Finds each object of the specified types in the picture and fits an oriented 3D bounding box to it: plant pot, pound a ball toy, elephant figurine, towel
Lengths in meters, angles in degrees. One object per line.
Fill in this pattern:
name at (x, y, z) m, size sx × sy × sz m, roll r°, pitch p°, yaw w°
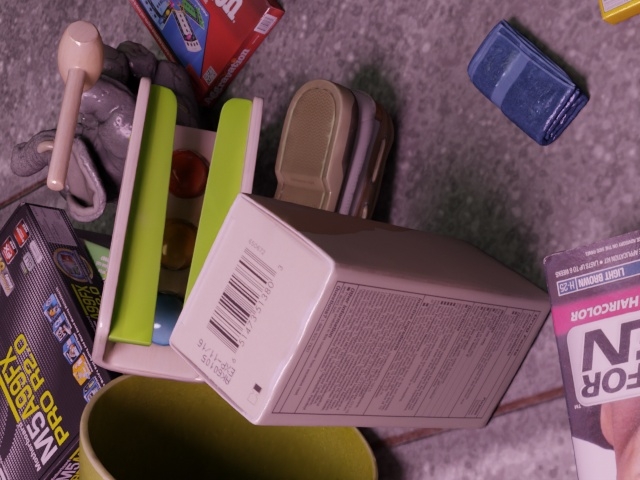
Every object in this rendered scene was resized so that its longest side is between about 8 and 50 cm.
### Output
plant pot at (-0.114, 0.313, 1.224) m, size 0.274 × 0.274 × 0.294 m, roll 34°, pitch 120°, yaw 39°
pound a ball toy at (-0.174, -0.035, 1.252) m, size 0.136 × 0.208 × 0.319 m, roll 116°, pitch 161°, yaw -64°
elephant figurine at (-0.238, -0.092, 1.447) m, size 0.239 × 0.169 × 0.186 m, roll -54°, pitch 29°, yaw 33°
towel at (0.185, -0.144, 1.177) m, size 0.067 × 0.029 × 0.119 m, roll -55°, pitch 53°, yaw 20°

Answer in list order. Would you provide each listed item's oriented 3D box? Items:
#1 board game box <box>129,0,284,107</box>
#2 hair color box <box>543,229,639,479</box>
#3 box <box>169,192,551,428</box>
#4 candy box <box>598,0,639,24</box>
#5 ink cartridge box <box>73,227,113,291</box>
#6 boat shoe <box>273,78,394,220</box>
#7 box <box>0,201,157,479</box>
board game box at (-0.156, -0.300, 1.496) m, size 0.145 × 0.027 × 0.281 m, roll -49°, pitch 55°, yaw 22°
hair color box at (0.293, 0.162, 0.983) m, size 0.173 × 0.105 × 0.347 m, roll -19°, pitch 71°, yaw 37°
box at (0.044, 0.067, 1.074) m, size 0.121 × 0.311 × 0.148 m, roll 36°, pitch 105°, yaw 38°
candy box at (0.322, -0.269, 1.083) m, size 0.205 × 0.027 × 0.105 m, roll -20°, pitch 67°, yaw 36°
ink cartridge box at (-0.254, 0.140, 1.443) m, size 0.201 × 0.117 × 0.278 m, roll 17°, pitch 94°, yaw 41°
boat shoe at (0.000, 0.000, 1.260) m, size 0.113 × 0.103 × 0.302 m, roll 25°, pitch 100°, yaw 45°
box at (-0.304, 0.128, 1.369) m, size 0.216 × 0.060 × 0.270 m, roll -47°, pitch 56°, yaw 24°
